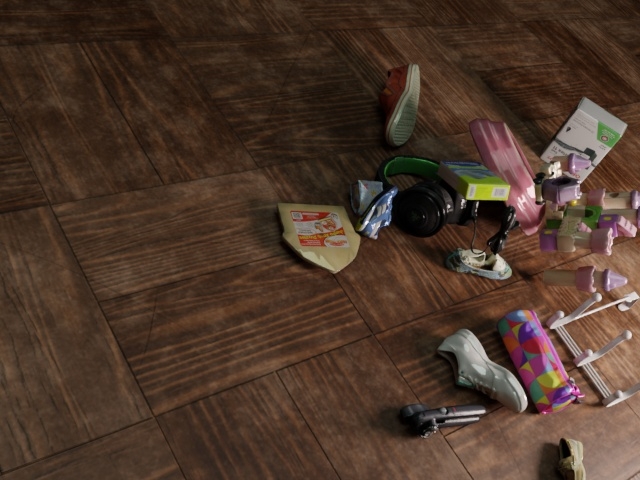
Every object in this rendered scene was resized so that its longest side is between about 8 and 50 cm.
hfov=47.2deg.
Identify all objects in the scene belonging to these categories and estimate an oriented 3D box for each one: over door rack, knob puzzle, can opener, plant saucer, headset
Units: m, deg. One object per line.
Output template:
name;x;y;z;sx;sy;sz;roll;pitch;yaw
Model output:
over door rack;0.720;0.237;1.726;0.324;0.108;0.239;-8;55;-32
knob puzzle;0.000;0.000;1.641;0.213;0.030;0.213;15;45;-15
can opener;0.247;0.341;1.426;0.186;0.059;0.073;1;49;-25
plant saucer;0.494;-0.176;1.885;0.332;0.084;0.332;50;23;-31
headset;0.306;-0.108;1.783;0.244;0.185;0.394;-15;47;-35

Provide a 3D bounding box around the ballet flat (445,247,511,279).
ballet flat;0.393;0.053;1.764;0.189;0.070;0.070;5;48;-23

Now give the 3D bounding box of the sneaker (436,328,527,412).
sneaker;0.328;0.286;1.520;0.094;0.080;0.212;-26;58;-28

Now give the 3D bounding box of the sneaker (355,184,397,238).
sneaker;0.142;-0.066;1.727;0.059;0.053;0.144;38;81;-12

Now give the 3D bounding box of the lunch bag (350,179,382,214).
lunch bag;0.112;-0.100;1.773;0.071;0.053;0.083;1;75;-26

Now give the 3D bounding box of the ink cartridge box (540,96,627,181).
ink cartridge box;0.776;-0.294;2.174;0.153;0.208;0.087;34;47;7

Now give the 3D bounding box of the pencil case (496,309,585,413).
pencil case;0.474;0.260;1.588;0.105;0.104;0.236;-2;51;-28

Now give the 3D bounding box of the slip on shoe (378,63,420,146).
slip on shoe;0.213;-0.380;2.059;0.101;0.123;0.331;0;47;17

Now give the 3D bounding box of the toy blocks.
toy blocks;0.687;-0.062;1.778;0.260;0.308;0.288;2;31;30

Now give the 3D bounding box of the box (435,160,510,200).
box;0.351;-0.144;1.709;0.109;0.042;0.178;0;25;-17

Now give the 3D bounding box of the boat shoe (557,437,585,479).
boat shoe;0.495;0.451;1.460;0.045;0.050;0.135;24;34;0
